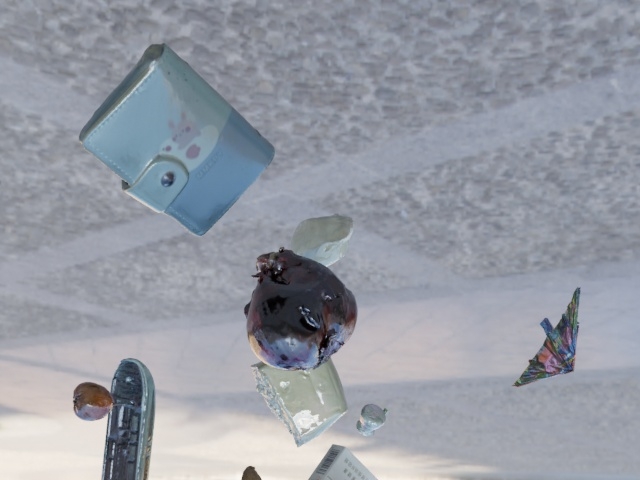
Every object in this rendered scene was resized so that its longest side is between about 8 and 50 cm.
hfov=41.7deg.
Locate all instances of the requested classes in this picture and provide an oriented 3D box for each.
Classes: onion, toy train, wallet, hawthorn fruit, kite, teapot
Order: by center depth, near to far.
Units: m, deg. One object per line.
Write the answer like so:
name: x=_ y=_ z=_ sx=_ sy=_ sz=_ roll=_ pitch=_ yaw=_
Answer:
hawthorn fruit: x=-0.379 y=0.280 z=1.458 sx=0.103 sy=0.067 sz=0.066 roll=14 pitch=160 yaw=-37
wallet: x=-0.260 y=-0.170 z=1.561 sx=0.083 sy=0.252 sz=0.360 roll=40 pitch=180 yaw=44
toy train: x=-0.389 y=0.439 z=1.721 sx=0.086 sy=0.407 sz=0.088 roll=6 pitch=-179 yaw=14
onion: x=-0.051 y=0.165 z=1.770 sx=0.280 sy=0.281 sz=0.221 roll=20 pitch=141 yaw=-42
teapot: x=0.127 y=0.436 z=2.045 sx=0.083 sy=0.064 sz=0.064 roll=-13 pitch=141 yaw=-41
kite: x=0.604 y=0.279 z=2.160 sx=0.016 sy=0.321 sz=0.234 roll=21 pitch=157 yaw=49

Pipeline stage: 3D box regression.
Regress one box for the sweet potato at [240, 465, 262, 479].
sweet potato: x=-0.101 y=0.552 z=1.564 sx=0.097 sy=0.292 sz=0.097 roll=-2 pitch=-168 yaw=0

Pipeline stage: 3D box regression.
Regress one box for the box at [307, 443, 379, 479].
box: x=0.017 y=0.408 z=1.306 sx=0.100 sy=0.152 sz=0.048 roll=48 pitch=151 yaw=-18

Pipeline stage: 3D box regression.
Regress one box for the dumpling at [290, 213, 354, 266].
dumpling: x=0.000 y=0.000 z=2.191 sx=0.132 sy=0.162 sz=0.250 roll=31 pitch=140 yaw=-28

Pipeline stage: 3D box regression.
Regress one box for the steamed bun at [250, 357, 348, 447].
steamed bun: x=-0.049 y=0.376 z=2.059 sx=0.199 sy=0.226 sz=0.170 roll=-20 pitch=177 yaw=-15
